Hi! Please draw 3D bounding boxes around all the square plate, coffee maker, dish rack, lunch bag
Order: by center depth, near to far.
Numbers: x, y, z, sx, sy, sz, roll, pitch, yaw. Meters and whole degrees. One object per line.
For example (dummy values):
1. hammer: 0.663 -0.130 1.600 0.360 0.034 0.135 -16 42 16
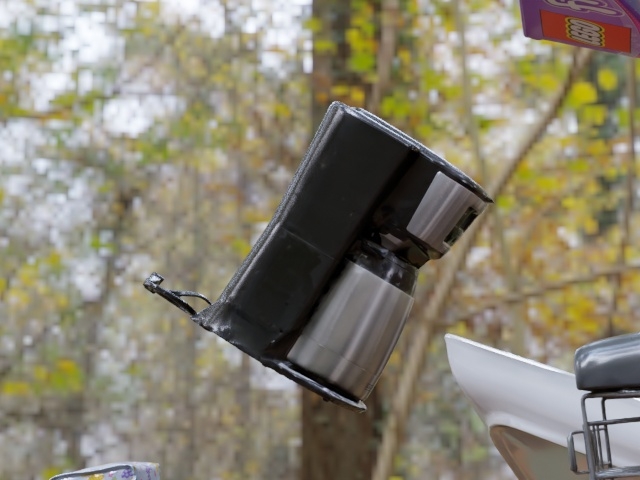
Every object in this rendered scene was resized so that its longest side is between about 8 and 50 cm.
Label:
1. dish rack: 0.204 0.189 1.141 0.074 0.271 0.208 -7 -7 12
2. coffee maker: 0.000 0.000 1.225 0.171 0.178 0.120 30 -1 -9
3. lunch bag: -0.162 0.189 1.332 0.083 0.053 0.071 -7 -8 9
4. square plate: 0.283 0.233 1.502 0.344 0.049 0.347 17 -28 44

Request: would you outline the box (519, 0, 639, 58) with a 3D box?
1. box: 0.167 -0.121 0.643 0.201 0.057 0.293 12 -9 10
